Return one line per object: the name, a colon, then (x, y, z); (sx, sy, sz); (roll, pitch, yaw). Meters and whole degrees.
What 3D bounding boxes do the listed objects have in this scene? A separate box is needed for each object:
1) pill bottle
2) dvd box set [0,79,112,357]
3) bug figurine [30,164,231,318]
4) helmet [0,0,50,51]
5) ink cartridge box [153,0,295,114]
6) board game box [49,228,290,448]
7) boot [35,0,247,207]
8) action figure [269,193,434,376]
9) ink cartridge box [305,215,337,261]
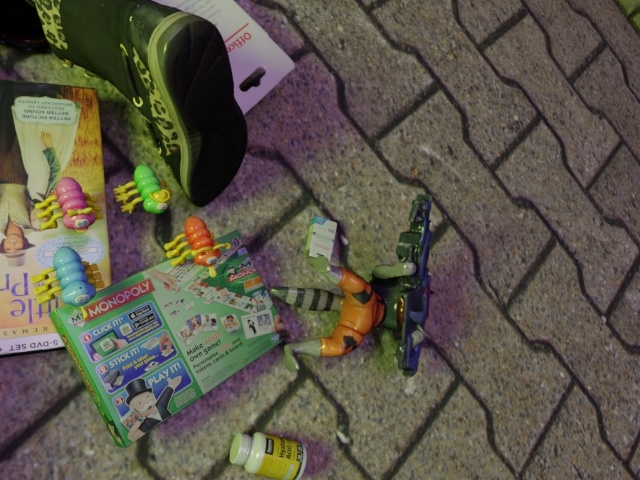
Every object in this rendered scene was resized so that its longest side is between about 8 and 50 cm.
pill bottle: (-0.086, 0.353, 0.824); (0.116, 0.065, 0.065); (21, 68, -20)
dvd box set: (-0.481, -0.038, 0.741); (0.308, 0.062, 0.420); (-2, 77, -27)
bug figurine: (-0.282, -0.014, 0.736); (0.279, 0.072, 0.216); (-19, 69, -38)
helmet: (-0.493, -0.385, 0.778); (0.162, 0.169, 0.169); (-3, 77, -42)
ink cartridge box: (-0.245, -0.366, 0.916); (0.353, 0.119, 0.207); (43, 62, -8)
board game box: (-0.216, 0.136, 0.791); (0.317, 0.046, 0.213); (-28, 92, -41)
boot: (-0.267, -0.235, 0.782); (0.284, 0.377, 0.138); (36, 69, 14)
action figure: (0.091, 0.075, 0.918); (0.330, 0.179, 0.341); (3, 97, -43)
ink cartridge box: (0.000, 0.000, 0.986); (0.048, 0.028, 0.083); (19, 68, -20)
